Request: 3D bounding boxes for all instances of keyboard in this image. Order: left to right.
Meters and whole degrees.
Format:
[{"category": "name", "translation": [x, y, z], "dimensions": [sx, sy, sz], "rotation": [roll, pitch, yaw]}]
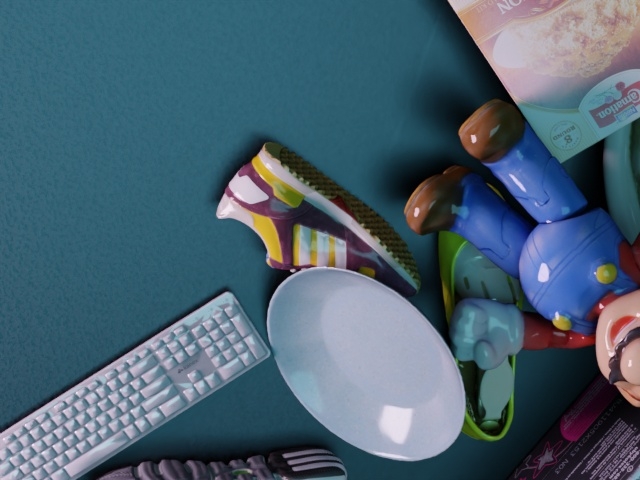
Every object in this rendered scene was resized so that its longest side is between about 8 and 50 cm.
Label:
[{"category": "keyboard", "translation": [-0.168, 0.138, 1.195], "dimensions": [0.256, 0.014, 0.072], "rotation": [-32, 105, -2]}]

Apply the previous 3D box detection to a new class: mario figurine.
[{"category": "mario figurine", "translation": [0.209, 0.036, 1.071], "dimensions": [0.320, 0.198, 0.170], "rotation": [42, 64, 16]}]

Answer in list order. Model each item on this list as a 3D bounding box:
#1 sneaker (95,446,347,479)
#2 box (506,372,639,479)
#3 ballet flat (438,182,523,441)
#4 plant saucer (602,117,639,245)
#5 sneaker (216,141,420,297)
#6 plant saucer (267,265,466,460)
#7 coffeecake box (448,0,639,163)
[{"category": "sneaker", "translation": [-0.087, 0.259, 1.205], "dimensions": [0.228, 0.086, 0.132], "rotation": [-4, 106, -11]}, {"category": "box", "translation": [0.286, 0.222, 1.224], "dimensions": [0.142, 0.163, 0.247], "rotation": [39, 94, -16]}, {"category": "ballet flat", "translation": [0.145, 0.066, 1.206], "dimensions": [0.077, 0.077, 0.231], "rotation": [-3, 103, -9]}, {"category": "plant saucer", "translation": [0.444, -0.065, 1.169], "dimensions": [0.400, 0.100, 0.401], "rotation": [-2, 83, 18]}, {"category": "sneaker", "translation": [0.000, 0.000, 1.174], "dimensions": [0.185, 0.069, 0.084], "rotation": [39, 107, -14]}, {"category": "plant saucer", "translation": [0.045, 0.096, 1.167], "dimensions": [0.037, 0.195, 0.195], "rotation": [-42, 112, -41]}, {"category": "coffeecake box", "translation": [0.204, -0.179, 1.135], "dimensions": [0.142, 0.068, 0.185], "rotation": [-31, 103, 19]}]
